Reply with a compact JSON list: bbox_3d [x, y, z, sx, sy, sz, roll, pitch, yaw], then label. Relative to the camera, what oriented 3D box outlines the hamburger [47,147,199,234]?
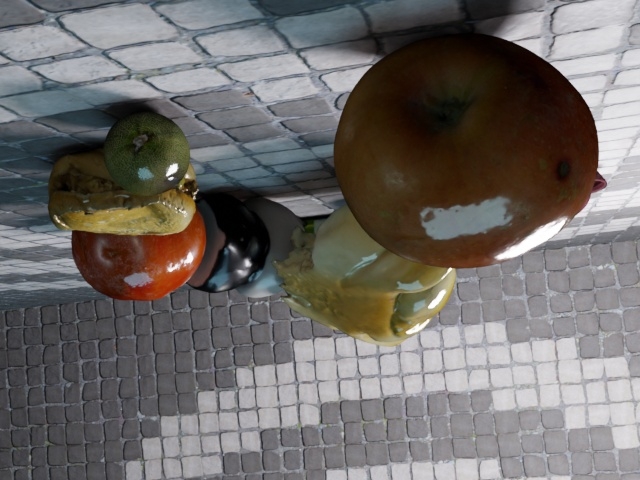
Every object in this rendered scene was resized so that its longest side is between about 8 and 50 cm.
[{"bbox_3d":[-0.277,-0.064,1.234,0.213,0.108,0.214,-7,172,-1],"label":"hamburger"}]

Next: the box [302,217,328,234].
[{"bbox_3d":[0.000,0.000,1.995,0.345,0.097,0.134,-6,172,6],"label":"box"}]

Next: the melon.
[{"bbox_3d":[-0.204,-0.101,1.043,0.099,0.099,0.162,-5,176,-3],"label":"melon"}]

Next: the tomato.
[{"bbox_3d":[-0.300,0.008,1.475,0.232,0.188,0.232,-5,176,0],"label":"tomato"}]

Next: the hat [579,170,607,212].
[{"bbox_3d":[0.451,-0.084,1.698,0.205,0.089,0.205,-4,173,-1],"label":"hat"}]

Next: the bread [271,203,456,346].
[{"bbox_3d":[0.096,0.051,1.525,0.329,0.245,0.424,-23,163,-17],"label":"bread"}]

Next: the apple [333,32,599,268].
[{"bbox_3d":[0.138,-0.089,0.865,0.253,0.253,0.253,-5,173,-1],"label":"apple"}]

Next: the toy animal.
[{"bbox_3d":[-0.133,0.012,1.618,0.235,0.187,0.165,5,177,-45],"label":"toy animal"}]
